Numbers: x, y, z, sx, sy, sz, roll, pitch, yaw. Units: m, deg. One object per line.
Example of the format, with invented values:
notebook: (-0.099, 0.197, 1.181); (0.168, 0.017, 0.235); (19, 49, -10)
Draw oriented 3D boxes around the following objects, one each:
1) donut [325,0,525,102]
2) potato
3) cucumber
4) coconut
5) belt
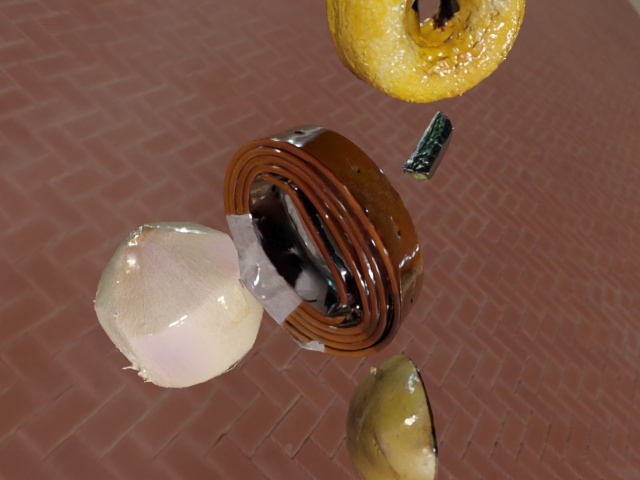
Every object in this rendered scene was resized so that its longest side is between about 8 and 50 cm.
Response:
donut: (0.122, -0.278, 0.694); (0.253, 0.254, 0.118); (13, 30, -27)
potato: (0.104, 0.309, 1.000); (0.115, 0.299, 0.239); (0, 72, -6)
cucumber: (0.201, -0.157, 1.111); (0.046, 0.071, 0.220); (16, 43, 20)
coconut: (-0.200, 0.076, 0.828); (0.234, 0.224, 0.224); (57, 23, -45)
belt: (0.000, 0.000, 0.673); (0.262, 0.184, 0.105); (61, 33, -6)
